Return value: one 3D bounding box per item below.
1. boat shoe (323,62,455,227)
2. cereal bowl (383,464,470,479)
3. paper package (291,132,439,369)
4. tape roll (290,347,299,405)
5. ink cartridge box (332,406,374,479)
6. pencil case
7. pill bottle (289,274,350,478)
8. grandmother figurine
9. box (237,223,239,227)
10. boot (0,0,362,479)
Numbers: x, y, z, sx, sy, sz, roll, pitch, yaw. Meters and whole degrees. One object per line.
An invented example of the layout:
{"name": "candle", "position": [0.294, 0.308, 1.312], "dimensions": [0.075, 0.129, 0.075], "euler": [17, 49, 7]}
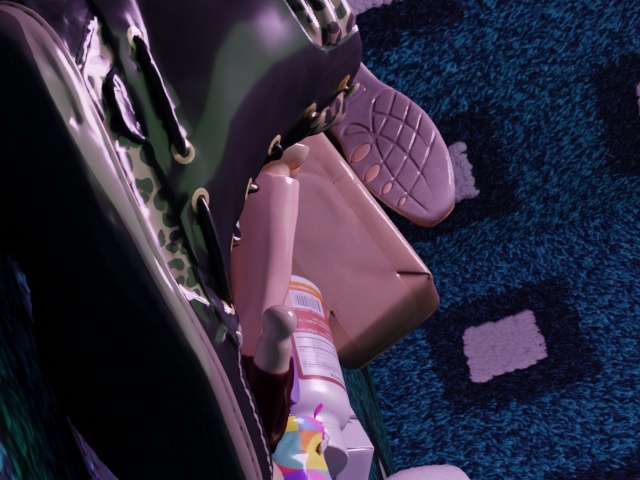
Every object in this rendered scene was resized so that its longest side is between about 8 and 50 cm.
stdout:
{"name": "boat shoe", "position": [0.075, -0.133, 2.126], "dimensions": [0.324, 0.123, 0.116], "euler": [55, -1, 32]}
{"name": "cereal bowl", "position": [0.097, 0.431, 1.923], "dimensions": [0.339, 0.141, 0.339], "euler": [-179, -90, -78]}
{"name": "paper package", "position": [0.000, 0.000, 2.122], "dimensions": [0.309, 0.168, 0.325], "euler": [53, 1, 9]}
{"name": "tape roll", "position": [-0.103, 0.039, 1.594], "dimensions": [0.275, 0.090, 0.275], "euler": [-18, 90, -86]}
{"name": "ink cartridge box", "position": [0.004, 0.247, 1.919], "dimensions": [0.150, 0.063, 0.109], "euler": [-123, -142, -57]}
{"name": "pencil case", "position": [-0.017, 0.282, 1.617], "dimensions": [0.104, 0.104, 0.236], "euler": [62, 13, -71]}
{"name": "pill bottle", "position": [-0.036, 0.154, 1.791], "dimensions": [0.121, 0.121, 0.216], "euler": [67, 7, -54]}
{"name": "grandmother figurine", "position": [-0.058, 0.098, 1.360], "dimensions": [0.208, 0.104, 0.342], "euler": [84, 8, -80]}
{"name": "box", "position": [-0.154, -0.105, 1.258], "dimensions": [0.181, 0.119, 0.182], "euler": [68, 5, -49]}
{"name": "boot", "position": [-0.071, -0.028, 1.070], "dimensions": [0.284, 0.138, 0.377], "euler": [-46, 118, -44]}
